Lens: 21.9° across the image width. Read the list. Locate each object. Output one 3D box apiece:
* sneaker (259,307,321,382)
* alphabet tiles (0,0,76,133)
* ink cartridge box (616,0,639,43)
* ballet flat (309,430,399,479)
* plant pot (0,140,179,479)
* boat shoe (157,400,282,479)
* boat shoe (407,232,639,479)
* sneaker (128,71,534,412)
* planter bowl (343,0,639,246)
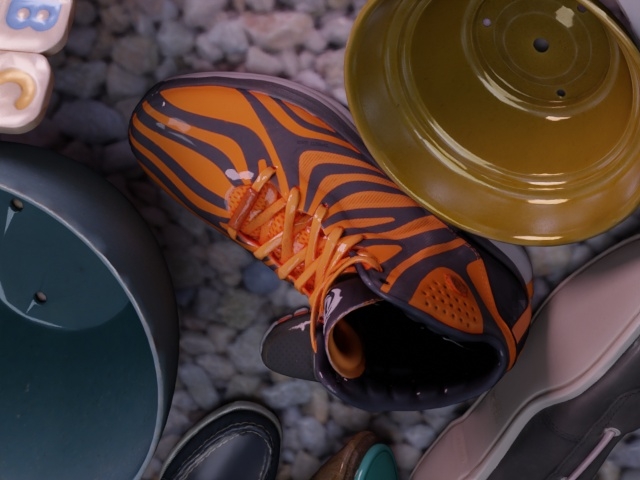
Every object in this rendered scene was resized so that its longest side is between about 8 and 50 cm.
[{"bbox_3d":[0.027,0.087,1.224,0.158,0.065,0.061,0,114,14],"label":"sneaker"},{"bbox_3d":[-0.298,-0.158,1.097,0.278,0.284,0.021,6,155,11],"label":"alphabet tiles"},{"bbox_3d":[0.328,-0.089,1.030,0.176,0.069,0.371,-26,120,24],"label":"ink cartridge box"},{"bbox_3d":[0.002,0.297,1.320,0.124,0.116,0.342,11,123,31],"label":"ballet flat"},{"bbox_3d":[-0.224,0.045,1.193,0.290,0.195,0.290,6,116,11],"label":"plant pot"},{"bbox_3d":[-0.113,0.240,1.295,0.095,0.079,0.254,37,102,-11],"label":"boat shoe"},{"bbox_3d":[0.180,0.122,1.189,0.095,0.112,0.335,25,125,-19],"label":"boat shoe"},{"bbox_3d":[0.000,0.000,1.125,0.321,0.180,0.124,27,118,1],"label":"sneaker"},{"bbox_3d":[0.131,-0.108,1.079,0.217,0.090,0.217,17,135,18],"label":"planter bowl"}]
